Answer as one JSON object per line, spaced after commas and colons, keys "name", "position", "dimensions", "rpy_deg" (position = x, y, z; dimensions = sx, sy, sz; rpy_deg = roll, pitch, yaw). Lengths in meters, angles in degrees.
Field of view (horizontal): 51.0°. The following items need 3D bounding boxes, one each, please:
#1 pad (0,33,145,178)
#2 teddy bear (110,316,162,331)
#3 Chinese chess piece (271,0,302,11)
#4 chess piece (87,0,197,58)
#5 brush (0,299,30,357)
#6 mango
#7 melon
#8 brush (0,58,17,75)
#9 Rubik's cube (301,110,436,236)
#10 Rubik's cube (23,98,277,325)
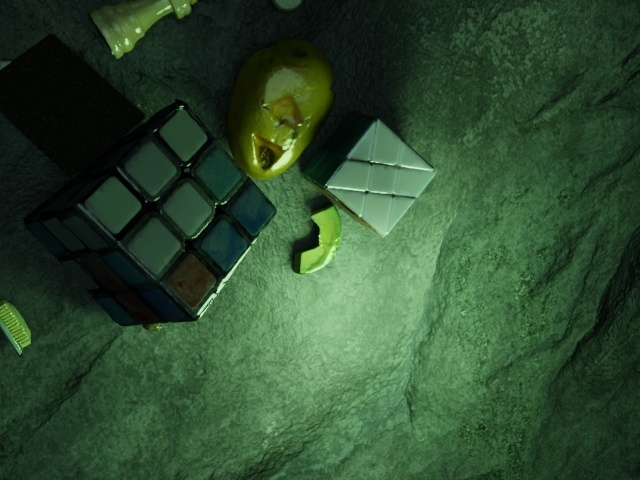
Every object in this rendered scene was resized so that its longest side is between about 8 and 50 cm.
{"name": "pad", "position": [-0.577, -0.307, 1.496], "dimensions": [0.330, 0.004, 0.220], "rpy_deg": [42, 73, 13]}
{"name": "teddy bear", "position": [-0.475, 0.134, 1.689], "dimensions": [0.182, 0.129, 0.251], "rpy_deg": [-38, 115, 15]}
{"name": "Chinese chess piece", "position": [-0.085, -0.616, 1.679], "dimensions": [0.084, 0.034, 0.084], "rpy_deg": [-3, 102, -14]}
{"name": "chess piece", "position": [-0.342, -0.576, 1.573], "dimensions": [0.397, 0.117, 0.117], "rpy_deg": [-34, 110, -9]}
{"name": "brush", "position": [-0.792, 0.153, 1.640], "dimensions": [0.060, 0.068, 0.297], "rpy_deg": [-37, 110, -27]}
{"name": "mango", "position": [-0.105, -0.325, 1.678], "dimensions": [0.253, 0.182, 0.365], "rpy_deg": [16, 109, -23]}
{"name": "melon", "position": [0.000, 0.000, 1.842], "dimensions": [0.118, 0.064, 0.209], "rpy_deg": [8, 98, -14]}
{"name": "brush", "position": [-0.798, -0.438, 1.505], "dimensions": [0.266, 0.027, 0.062], "rpy_deg": [33, 83, -21]}
{"name": "Rubik's cube", "position": [0.122, -0.177, 1.746], "dimensions": [0.221, 0.224, 0.231], "rpy_deg": [39, 90, -21]}
{"name": "Rubik's cube", "position": [-0.375, -0.046, 1.507], "dimensions": [0.363, 0.359, 0.362], "rpy_deg": [51, 53, -24]}
